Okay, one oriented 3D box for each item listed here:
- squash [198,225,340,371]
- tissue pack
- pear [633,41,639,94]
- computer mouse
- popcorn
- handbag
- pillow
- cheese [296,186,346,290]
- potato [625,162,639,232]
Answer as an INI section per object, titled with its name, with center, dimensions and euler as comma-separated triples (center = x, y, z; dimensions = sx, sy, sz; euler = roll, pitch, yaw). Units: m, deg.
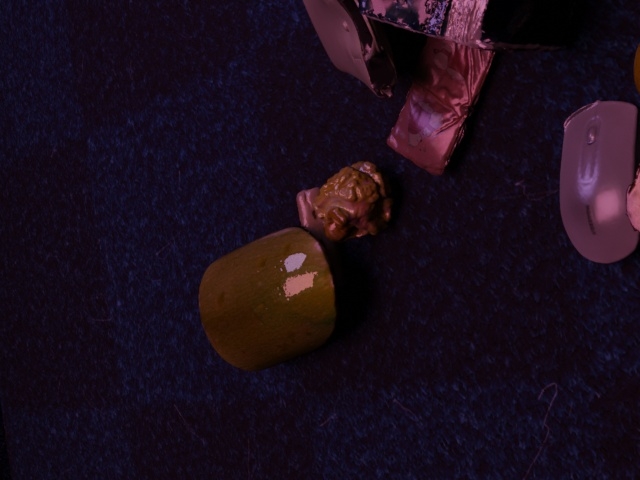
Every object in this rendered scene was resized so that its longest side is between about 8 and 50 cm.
[squash]
center = -0.055, 0.089, 2.032
dimensions = 0.309, 0.210, 0.234
euler = -26, 76, 35
[tissue pack]
center = 0.242, -0.484, 1.522
dimensions = 0.253, 0.264, 0.417
euler = 25, 113, 34
[pear]
center = 0.482, -0.210, 1.362
dimensions = 0.198, 0.198, 0.198
euler = 8, 100, 48
[computer mouse]
center = 0.392, -0.083, 1.557
dimensions = 0.128, 0.079, 0.231
euler = -13, 81, 46
[popcorn]
center = 0.058, -0.067, 1.904
dimensions = 0.145, 0.125, 0.126
euler = -23, 65, 28
[handbag]
center = 0.041, -0.338, 1.744
dimensions = 0.109, 0.315, 0.241
euler = -27, 105, 7
[pillow]
center = 0.198, -0.236, 1.778
dimensions = 0.135, 0.049, 0.248
euler = 38, 118, 38
[cheese]
center = 0.000, 0.000, 2.021
dimensions = 0.043, 0.064, 0.194
euler = 67, -169, -85
[potato]
center = 0.498, -0.038, 1.437
dimensions = 0.200, 0.081, 0.164
euler = 31, 107, 40
